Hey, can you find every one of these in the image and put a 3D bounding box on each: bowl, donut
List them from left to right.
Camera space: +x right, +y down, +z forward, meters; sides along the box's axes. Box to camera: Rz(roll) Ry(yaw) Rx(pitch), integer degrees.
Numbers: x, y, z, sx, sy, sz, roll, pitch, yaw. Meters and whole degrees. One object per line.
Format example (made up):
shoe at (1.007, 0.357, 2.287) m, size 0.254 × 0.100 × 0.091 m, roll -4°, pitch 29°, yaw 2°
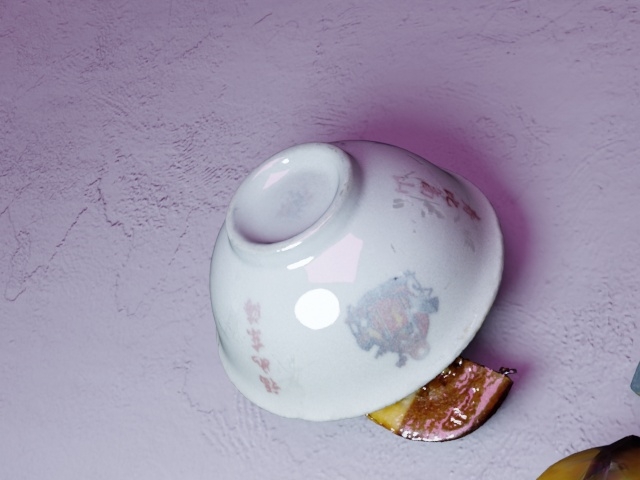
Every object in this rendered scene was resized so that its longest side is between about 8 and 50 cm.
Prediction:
bowl at (0.000, 0.000, 1.040) m, size 0.435 × 0.196 × 0.434 m, roll -19°, pitch 45°, yaw 20°
donut at (0.130, 0.190, 1.024) m, size 0.217 × 0.085 × 0.141 m, roll 26°, pitch 77°, yaw 31°

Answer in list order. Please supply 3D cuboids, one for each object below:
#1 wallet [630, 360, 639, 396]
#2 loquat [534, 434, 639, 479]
wallet at (0.478, 0.037, 0.873) m, size 0.083 × 0.252 × 0.360 m, roll 30°, pitch 81°, yaw -4°
loquat at (0.314, 0.317, 0.800) m, size 0.235 × 0.235 × 0.235 m, roll -9°, pitch 63°, yaw 18°
